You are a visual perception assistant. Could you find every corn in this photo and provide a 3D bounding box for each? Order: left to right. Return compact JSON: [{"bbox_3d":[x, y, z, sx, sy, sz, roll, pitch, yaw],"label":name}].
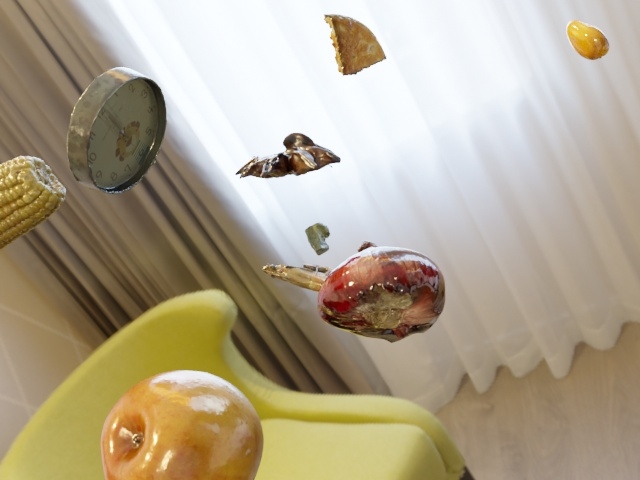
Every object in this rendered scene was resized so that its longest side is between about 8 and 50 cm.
[{"bbox_3d":[-0.632,-0.023,1.248,0.344,0.131,0.131,-36,22,5],"label":"corn"}]

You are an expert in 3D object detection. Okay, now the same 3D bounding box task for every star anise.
[{"bbox_3d":[-0.079,-0.199,1.597,0.272,0.102,0.272,-8,8,1],"label":"star anise"}]

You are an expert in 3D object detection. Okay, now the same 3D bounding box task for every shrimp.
[{"bbox_3d":[-0.032,0.095,1.856,0.251,0.052,0.143,17,19,2],"label":"shrimp"}]

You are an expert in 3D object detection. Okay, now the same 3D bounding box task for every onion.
[{"bbox_3d":[0.125,0.092,1.384,0.272,0.272,0.195,-19,57,30],"label":"onion"}]

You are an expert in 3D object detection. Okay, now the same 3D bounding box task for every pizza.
[{"bbox_3d":[0.069,-0.409,1.463,0.041,0.178,0.130,4,82,57],"label":"pizza"}]

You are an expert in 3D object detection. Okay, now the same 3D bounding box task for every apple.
[{"bbox_3d":[-0.257,0.375,1.233,0.299,0.275,0.298,-11,66,25],"label":"apple"}]

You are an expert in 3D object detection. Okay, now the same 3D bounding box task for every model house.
[{"bbox_3d":[0.000,0.000,1.982,0.066,0.079,0.083,-28,67,12],"label":"model house"}]

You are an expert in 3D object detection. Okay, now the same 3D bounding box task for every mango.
[{"bbox_3d":[0.457,-0.347,1.170,0.046,0.060,0.089,-29,65,-6],"label":"mango"}]

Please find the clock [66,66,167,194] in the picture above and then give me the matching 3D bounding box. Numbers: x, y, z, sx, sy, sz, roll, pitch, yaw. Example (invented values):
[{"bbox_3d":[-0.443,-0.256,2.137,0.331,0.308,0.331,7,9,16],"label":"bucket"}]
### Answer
[{"bbox_3d":[-0.483,-0.260,1.647,0.061,0.312,0.312,22,47,16],"label":"clock"}]
